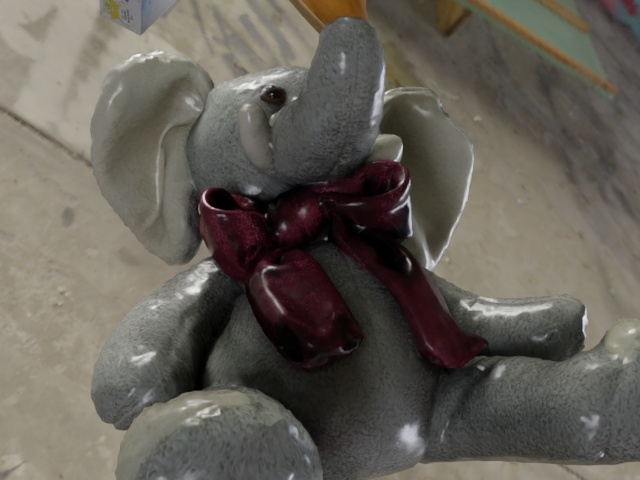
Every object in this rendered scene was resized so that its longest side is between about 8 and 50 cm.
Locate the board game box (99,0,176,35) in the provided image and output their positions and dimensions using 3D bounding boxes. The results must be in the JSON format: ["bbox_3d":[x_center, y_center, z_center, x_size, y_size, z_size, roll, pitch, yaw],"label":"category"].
[{"bbox_3d":[-0.059,-0.191,0.447,0.026,0.103,0.154,29,55,6],"label":"board game box"}]

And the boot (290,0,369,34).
[{"bbox_3d":[0.042,-0.323,0.831,0.104,0.211,0.295,32,26,-52],"label":"boot"}]

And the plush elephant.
[{"bbox_3d":[0.000,0.000,0.487,0.272,0.330,0.255,-5,83,-19],"label":"plush elephant"}]
